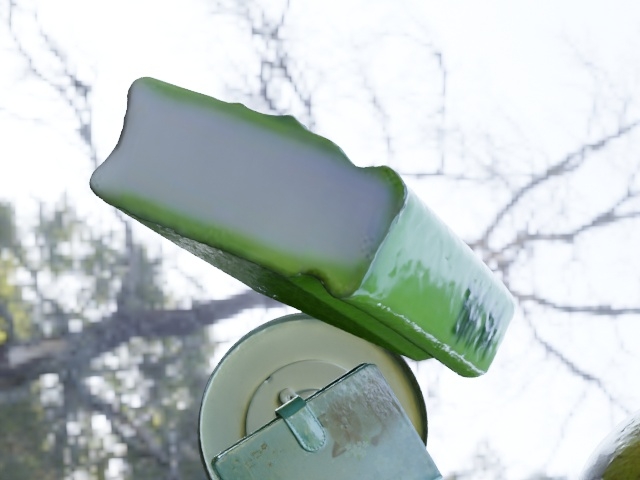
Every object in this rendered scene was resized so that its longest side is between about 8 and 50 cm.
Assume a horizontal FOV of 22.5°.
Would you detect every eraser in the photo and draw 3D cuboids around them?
[{"bbox_3d":[0.000,0.000,1.069,0.210,0.274,0.092,22,-98,23],"label":"eraser"}]

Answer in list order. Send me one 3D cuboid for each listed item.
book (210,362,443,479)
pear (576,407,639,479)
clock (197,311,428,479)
[{"bbox_3d":[0.003,0.156,1.107,0.103,0.135,0.017,59,-15,0],"label":"book"},{"bbox_3d":[0.310,0.252,1.258,0.283,0.284,0.283,179,-90,-68],"label":"pear"},{"bbox_3d":[-0.007,0.188,1.612,0.029,0.235,0.235,109,-26,-72],"label":"clock"}]
